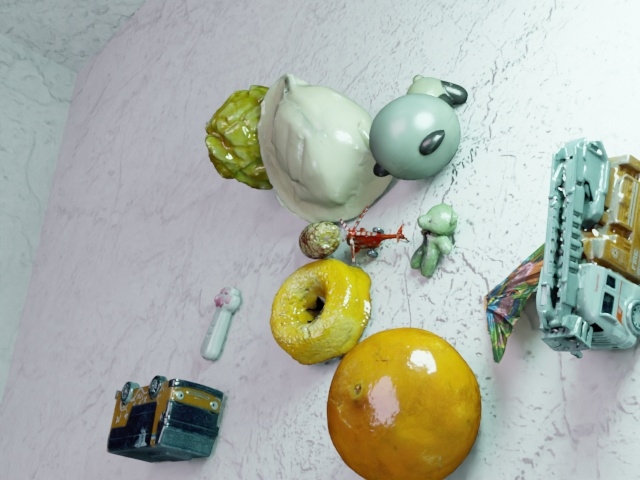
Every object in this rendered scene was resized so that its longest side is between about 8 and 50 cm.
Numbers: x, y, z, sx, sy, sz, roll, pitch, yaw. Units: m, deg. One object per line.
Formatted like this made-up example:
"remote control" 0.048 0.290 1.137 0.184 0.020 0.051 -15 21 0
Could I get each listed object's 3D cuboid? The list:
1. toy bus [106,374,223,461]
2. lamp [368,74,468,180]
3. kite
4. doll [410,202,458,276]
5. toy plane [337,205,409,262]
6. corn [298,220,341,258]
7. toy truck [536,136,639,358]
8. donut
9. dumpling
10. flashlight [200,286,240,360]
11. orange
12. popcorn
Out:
"toy bus" -0.396 0.454 2.279 0.323 0.162 0.194 -20 54 49
"lamp" 0.205 -0.235 1.894 0.197 0.198 0.244 -26 26 44
"kite" 0.347 0.083 1.569 0.321 0.016 0.234 -55 9 -19
"doll" 0.221 -0.004 1.806 0.115 0.077 0.150 -133 60 -66
"toy plane" 0.120 -0.014 1.945 0.194 0.077 0.126 -27 49 41
"corn" 0.000 0.000 2.015 0.253 0.086 0.086 164 128 -82
"toy truck" 0.416 0.021 1.406 0.133 0.184 0.338 -9 62 53
"donut" 0.002 0.152 1.976 0.253 0.118 0.253 -22 49 27
"dumpling" -0.022 -0.201 2.104 0.395 0.233 0.315 45 117 20
"flashlight" -0.265 0.215 2.353 0.093 0.047 0.200 3 71 55
"orange" 0.141 0.290 1.580 0.284 0.226 0.284 -23 57 41
"popcorn" -0.157 -0.272 2.346 0.247 0.282 0.282 -50 36 25
